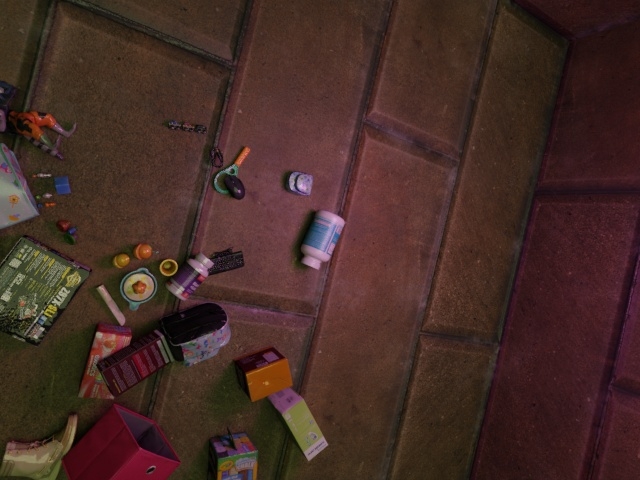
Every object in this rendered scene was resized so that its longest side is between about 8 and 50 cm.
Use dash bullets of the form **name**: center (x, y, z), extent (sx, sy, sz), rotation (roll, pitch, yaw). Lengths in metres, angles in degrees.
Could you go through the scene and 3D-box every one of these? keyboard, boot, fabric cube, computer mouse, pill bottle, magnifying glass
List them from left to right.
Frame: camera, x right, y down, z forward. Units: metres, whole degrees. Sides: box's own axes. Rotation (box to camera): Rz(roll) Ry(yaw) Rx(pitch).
- **boot**: center (-1.040, 0.757, 1.589), extent (0.204, 0.095, 0.261), rotation (24, 88, -25)
- **fabric cube**: center (-0.742, 0.828, 1.612), extent (0.258, 0.259, 0.254), rotation (-47, 139, -16)
- **pill bottle**: center (-0.532, 0.143, 1.766), extent (0.108, 0.108, 0.193), rotation (44, 80, -23)
- **keyboard**: center (-0.425, 0.091, 1.862), extent (0.192, 0.038, 0.100), rotation (-15, 101, -26)
- **computer mouse**: center (-0.389, -0.281, 1.816), extent (0.071, 0.041, 0.242), rotation (-35, 109, -18)
- **magnifying glass**: center (-0.376, -0.305, 1.854), extent (0.092, 0.026, 0.230), rotation (36, 78, -25)
- **pill bottle**: center (0.000, 0.000, 2.005), extent (0.146, 0.146, 0.263), rotation (27, 82, -26)

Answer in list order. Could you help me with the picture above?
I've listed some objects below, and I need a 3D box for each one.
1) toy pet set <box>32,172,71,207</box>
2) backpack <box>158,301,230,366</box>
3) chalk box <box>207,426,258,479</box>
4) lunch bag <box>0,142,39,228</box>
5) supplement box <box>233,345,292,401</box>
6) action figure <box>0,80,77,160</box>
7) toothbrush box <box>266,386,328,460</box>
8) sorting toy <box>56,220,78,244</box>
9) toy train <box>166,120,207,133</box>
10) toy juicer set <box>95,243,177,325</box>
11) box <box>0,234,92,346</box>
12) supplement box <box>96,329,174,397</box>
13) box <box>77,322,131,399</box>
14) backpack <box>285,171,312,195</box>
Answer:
- **toy pet set**: center (-0.966, -0.185, 1.546), extent (0.114, 0.065, 0.122), rotation (-11, 100, -25)
- **backpack**: center (-0.497, 0.372, 1.753), extent (0.254, 0.225, 0.190), rotation (-24, 128, -25)
- **chalk box**: center (-0.386, 0.969, 1.888), extent (0.179, 0.180, 0.288), rotation (2, 95, -27)
- **lunch bag**: center (-1.102, -0.161, 1.430), extent (0.224, 0.160, 0.262), rotation (-25, 100, -23)
- **supplement box**: center (-0.258, 0.584, 1.905), extent (0.192, 0.194, 0.128), rotation (-15, 102, -25)
- **action figure**: center (-1.028, -0.368, 1.412), extent (0.331, 0.341, 0.178), rotation (16, 127, -20)
- **toothbrush box**: center (-0.110, 0.837, 2.000), extent (0.122, 0.206, 0.283), rotation (-30, 107, -22)
- **sorting toy**: center (-0.929, -0.035, 1.593), extent (0.042, 0.061, 0.101), rotation (-55, 129, -50)
- **toy train**: center (-0.543, -0.463, 1.753), extent (0.159, 0.027, 0.036), rotation (2, 91, -27)
- **toy juicer set**: center (-0.740, 0.159, 1.676), extent (0.329, 0.090, 0.209), rotation (-50, 118, -11)
- **box**: center (-1.037, 0.180, 1.541), extent (0.257, 0.079, 0.321), rotation (36, 79, -27)
- **supplement box**: center (-0.691, 0.458, 1.616), extent (0.240, 0.073, 0.130), rotation (-30, 121, -36)
- **box**: center (-0.824, 0.460, 1.646), extent (0.128, 0.123, 0.256), rotation (17, 89, -28)
- **backpack**: center (-0.095, -0.263, 1.966), extent (0.115, 0.084, 0.104), rotation (10, 88, -24)
